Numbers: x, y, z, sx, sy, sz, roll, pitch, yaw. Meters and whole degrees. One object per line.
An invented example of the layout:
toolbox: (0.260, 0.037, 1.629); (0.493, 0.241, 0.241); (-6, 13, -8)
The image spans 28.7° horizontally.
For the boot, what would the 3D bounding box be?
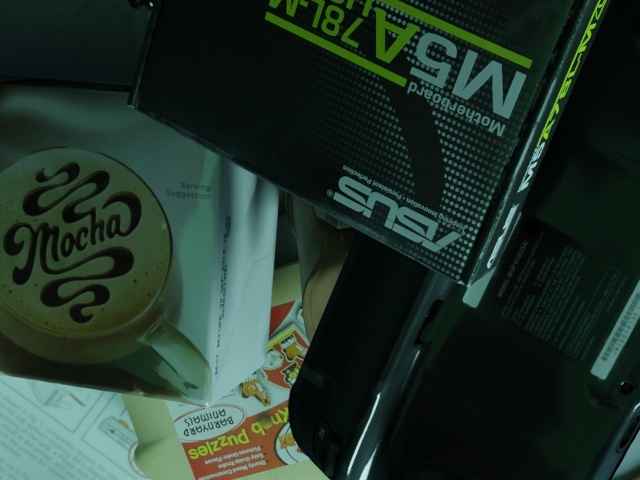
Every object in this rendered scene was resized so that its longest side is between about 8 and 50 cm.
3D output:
boot: (0.000, 0.000, 0.735); (0.042, 0.087, 0.118); (3, 108, -21)

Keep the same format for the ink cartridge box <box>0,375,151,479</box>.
ink cartridge box: (-0.138, 0.206, 0.913); (0.308, 0.091, 0.385); (37, 105, -3)

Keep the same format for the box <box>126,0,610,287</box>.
box: (0.021, -0.103, 0.541); (0.190, 0.045, 0.184); (29, 114, 18)

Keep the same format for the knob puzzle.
knob puzzle: (-0.031, 0.115, 0.816); (0.213, 0.030, 0.213); (2, 104, 6)

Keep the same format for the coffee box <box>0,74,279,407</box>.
coffee box: (-0.182, -0.014, 0.741); (0.297, 0.119, 0.168); (7, 99, 14)

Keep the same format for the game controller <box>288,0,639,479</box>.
game controller: (0.099, 0.011, 0.600); (0.166, 0.067, 0.319); (26, 113, 8)

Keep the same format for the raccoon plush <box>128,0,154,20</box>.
raccoon plush: (-0.056, -0.320, 0.574); (0.299, 0.216, 0.446); (-32, 136, 14)
